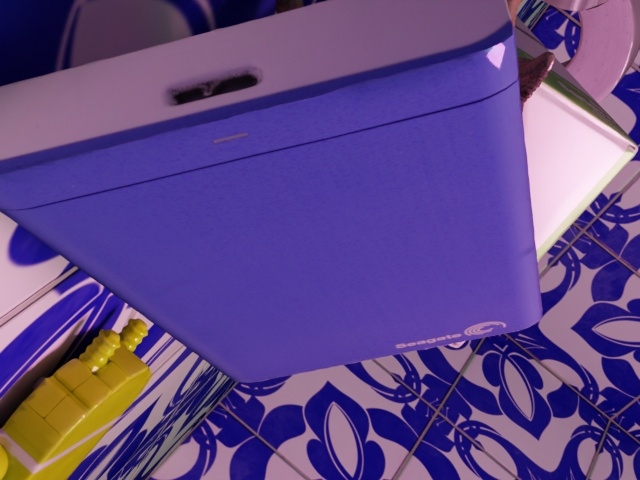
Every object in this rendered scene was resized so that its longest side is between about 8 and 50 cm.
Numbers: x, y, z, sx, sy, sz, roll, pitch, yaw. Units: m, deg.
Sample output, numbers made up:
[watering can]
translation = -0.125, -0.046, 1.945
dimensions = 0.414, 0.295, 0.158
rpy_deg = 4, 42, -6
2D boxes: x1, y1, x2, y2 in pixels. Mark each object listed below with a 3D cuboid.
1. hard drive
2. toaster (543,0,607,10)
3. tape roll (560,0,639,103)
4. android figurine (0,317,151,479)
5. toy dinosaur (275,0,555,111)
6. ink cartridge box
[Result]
[hard drive]
translation = 0.000, 0.000, 0.474
dimensions = 0.210, 0.040, 0.318
rpy_deg = -12, 156, 10
[toaster]
translation = 0.071, -0.185, 0.314
dimensions = 0.185, 0.168, 0.110
rpy_deg = -52, 172, 5
[tape roll]
translation = 0.240, -0.239, 1.035
dimensions = 0.219, 0.219, 0.072
rpy_deg = -55, 172, 36
[android figurine]
translation = -0.237, 0.175, 0.778
dimensions = 0.273, 0.056, 0.248
rpy_deg = -51, 174, 10
[toy dinosaur]
translation = 0.025, -0.051, 0.560
dimensions = 0.127, 0.296, 0.200
rpy_deg = -5, 99, -48
[ink cartridge box]
translation = 0.093, -0.086, 0.740
dimensions = 0.198, 0.115, 0.272
rpy_deg = -52, -153, 23
